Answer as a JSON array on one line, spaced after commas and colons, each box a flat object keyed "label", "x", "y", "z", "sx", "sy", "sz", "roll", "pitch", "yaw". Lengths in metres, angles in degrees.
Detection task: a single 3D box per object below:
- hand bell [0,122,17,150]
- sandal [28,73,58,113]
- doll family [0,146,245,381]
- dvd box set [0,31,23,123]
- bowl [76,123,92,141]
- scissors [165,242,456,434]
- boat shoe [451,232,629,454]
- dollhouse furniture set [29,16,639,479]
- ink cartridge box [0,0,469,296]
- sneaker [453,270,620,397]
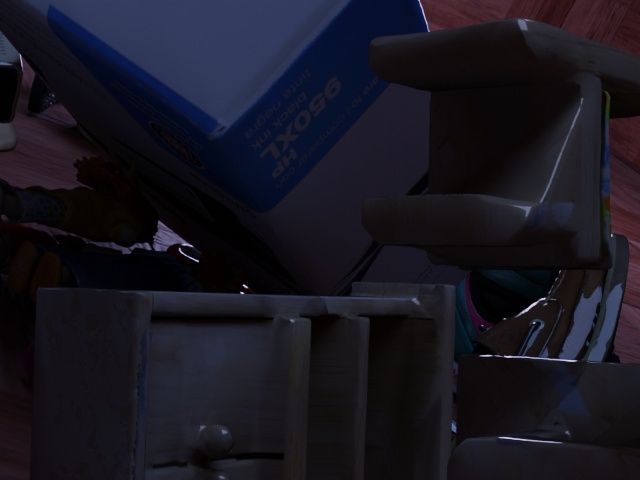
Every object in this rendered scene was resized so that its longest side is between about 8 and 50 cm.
[{"label": "hand bell", "x": -0.285, "y": -0.215, "z": 1.169, "sx": 0.126, "sy": 0.242, "sz": 0.126, "roll": 25, "pitch": 15, "yaw": -7}, {"label": "sandal", "x": -0.286, "y": -0.178, "z": 1.394, "sx": 0.040, "sy": 0.067, "sz": 0.179, "roll": 15, "pitch": 18, "yaw": 3}, {"label": "doll family", "x": -0.141, "y": 0.015, "z": 0.883, "sx": 0.163, "sy": 0.118, "sz": 0.263, "roll": 9, "pitch": 23, "yaw": -49}, {"label": "dvd box set", "x": -0.412, "y": -0.258, "z": 1.042, "sx": 0.307, "sy": 0.062, "sz": 0.420, "roll": 1, "pitch": 46, "yaw": -23}, {"label": "bowl", "x": -0.203, "y": -0.138, "z": 1.358, "sx": 0.170, "sy": 0.080, "sz": 0.170, "roll": 25, "pitch": 15, "yaw": -7}, {"label": "scissors", "x": -0.001, "y": 0.079, "z": 1.088, "sx": 0.297, "sy": 0.021, "sz": 0.109, "roll": 26, "pitch": 14, "yaw": 2}, {"label": "boat shoe", "x": 0.152, "y": 0.092, "z": 0.942, "sx": 0.104, "sy": 0.111, "sz": 0.307, "roll": 12, "pitch": 41, "yaw": 14}, {"label": "dollhouse furniture set", "x": 0.099, "y": 0.107, "z": 0.574, "sx": 0.394, "sy": 0.362, "sz": 0.256, "roll": 0, "pitch": -2, "yaw": 38}, {"label": "ink cartridge box", "x": -0.054, "y": -0.098, "z": 0.941, "sx": 0.285, "sy": 0.166, "sz": 0.395, "roll": 36, "pitch": -11, "yaw": 28}, {"label": "sneaker", "x": 0.226, "y": 0.093, "z": 1.113, "sx": 0.295, "sy": 0.178, "sz": 0.123, "roll": 36, "pitch": 18, "yaw": 23}]
